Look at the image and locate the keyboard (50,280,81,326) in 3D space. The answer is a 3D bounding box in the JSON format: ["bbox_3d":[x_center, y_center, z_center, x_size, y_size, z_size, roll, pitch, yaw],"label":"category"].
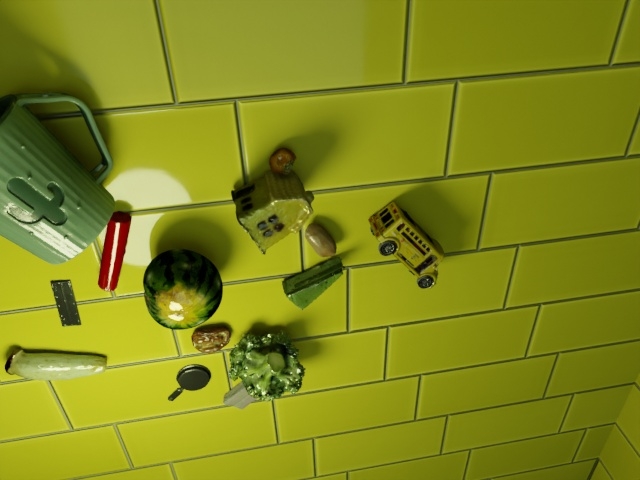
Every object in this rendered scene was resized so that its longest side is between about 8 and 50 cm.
[{"bbox_3d":[-0.871,0.218,1.814,0.067,0.011,0.202,-3,125,-12],"label":"keyboard"}]

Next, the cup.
[{"bbox_3d":[-0.747,-0.172,1.392,0.401,0.310,0.392,-30,131,12],"label":"cup"}]

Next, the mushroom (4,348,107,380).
[{"bbox_3d":[-0.955,0.457,1.922,0.333,0.087,0.107,9,121,-21],"label":"mushroom"}]

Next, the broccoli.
[{"bbox_3d":[-0.199,0.462,1.998,0.288,0.235,0.260,2,130,-22],"label":"broccoli"}]

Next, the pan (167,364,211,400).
[{"bbox_3d":[-0.539,0.584,2.132,0.136,0.028,0.235,34,112,-29],"label":"pan"}]

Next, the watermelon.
[{"bbox_3d":[-0.445,0.155,1.716,0.268,0.269,0.269,-6,126,-8],"label":"watermelon"}]

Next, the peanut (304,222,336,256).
[{"bbox_3d":[0.000,0.000,1.808,0.076,0.076,0.152,-33,120,12],"label":"peanut"}]

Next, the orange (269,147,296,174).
[{"bbox_3d":[-0.116,-0.241,1.619,0.086,0.062,0.086,-1,86,9],"label":"orange"}]

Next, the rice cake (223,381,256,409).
[{"bbox_3d":[-0.265,0.593,2.185,0.298,0.050,0.106,-41,122,17],"label":"rice cake"}]

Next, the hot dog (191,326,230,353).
[{"bbox_3d":[-0.409,0.369,1.987,0.147,0.065,0.099,-5,116,-6],"label":"hot dog"}]

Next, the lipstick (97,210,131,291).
[{"bbox_3d":[-0.661,0.038,1.696,0.073,0.073,0.280,12,121,-20],"label":"lipstick"}]

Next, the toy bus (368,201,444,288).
[{"bbox_3d":[0.316,0.023,1.847,0.151,0.145,0.331,-41,122,15],"label":"toy bus"}]

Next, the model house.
[{"bbox_3d":[-0.132,-0.103,1.636,0.234,0.193,0.175,-25,126,3],"label":"model house"}]

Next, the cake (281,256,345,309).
[{"bbox_3d":[-0.010,0.151,1.896,0.235,0.100,0.099,-26,128,7],"label":"cake"}]
